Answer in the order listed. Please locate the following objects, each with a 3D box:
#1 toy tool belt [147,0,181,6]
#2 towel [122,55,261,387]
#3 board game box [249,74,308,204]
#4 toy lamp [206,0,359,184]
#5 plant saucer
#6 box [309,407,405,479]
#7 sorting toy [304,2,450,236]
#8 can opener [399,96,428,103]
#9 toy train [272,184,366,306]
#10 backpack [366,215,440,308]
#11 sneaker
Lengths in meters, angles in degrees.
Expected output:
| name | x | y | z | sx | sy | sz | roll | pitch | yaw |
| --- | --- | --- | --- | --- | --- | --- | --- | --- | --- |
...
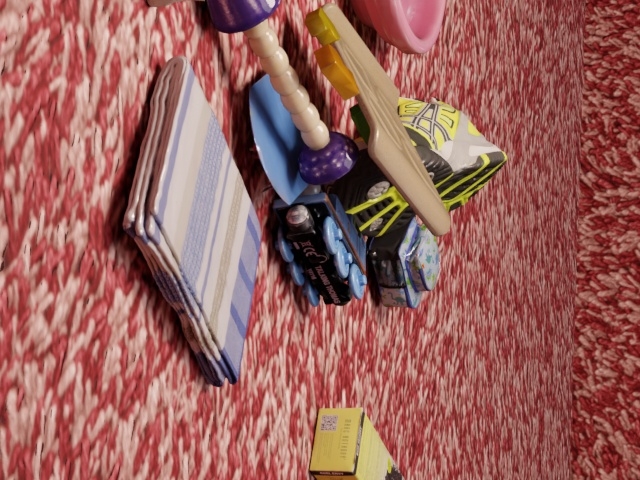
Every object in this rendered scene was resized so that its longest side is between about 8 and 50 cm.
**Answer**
| name | x | y | z | sx | sy | sz | roll | pitch | yaw |
| --- | --- | --- | --- | --- | --- | --- | --- | --- | --- |
| toy tool belt | -0.136 | -0.252 | 1.455 | 0.052 | 0.051 | 0.083 | -72 | 154 | -45 |
| towel | -0.116 | -0.013 | 1.535 | 0.285 | 0.034 | 0.209 | 68 | 25 | -51 |
| board game box | -0.051 | -0.115 | 1.738 | 0.133 | 0.033 | 0.169 | 70 | 24 | -16 |
| toy lamp | -0.044 | -0.181 | 1.649 | 0.275 | 0.080 | 0.080 | 60 | 32 | -38 |
| plant saucer | 0.093 | -0.411 | 2.119 | 0.332 | 0.084 | 0.332 | -2 | 90 | -73 |
| box | 0.050 | 0.293 | 1.984 | 0.232 | 0.058 | 0.087 | 60 | 34 | -55 |
| sorting toy | 0.046 | -0.157 | 1.797 | 0.307 | 0.041 | 0.229 | 47 | 19 | -50 |
| can opener | 0.155 | -0.176 | 2.333 | 0.186 | 0.059 | 0.073 | 36 | 56 | -68 |
| toy train | 0.000 | 0.000 | 1.827 | 0.184 | 0.080 | 0.105 | 61 | 24 | -51 |
| backpack | 0.115 | 0.033 | 2.157 | 0.105 | 0.084 | 0.114 | -66 | 152 | -49 |
| sneaker | 0.097 | -0.107 | 2.083 | 0.147 | 0.145 | 0.384 | 50 | 24 | 16 |
